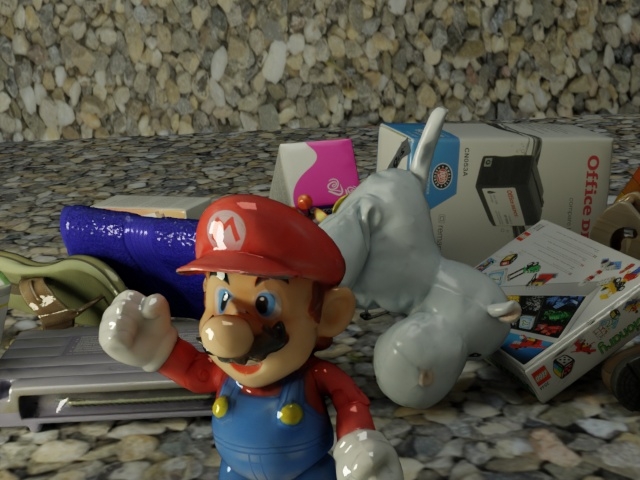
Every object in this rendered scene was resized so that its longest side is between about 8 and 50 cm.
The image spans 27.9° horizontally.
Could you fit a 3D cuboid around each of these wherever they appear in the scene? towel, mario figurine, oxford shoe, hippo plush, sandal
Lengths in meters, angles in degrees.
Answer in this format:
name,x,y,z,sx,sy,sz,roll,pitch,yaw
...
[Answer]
name,x,y,z,sx,sy,sz,roll,pitch,yaw
towel,-0.165,0.047,1.637,0.308,0.076,0.227,6,-26,28
mario figurine,-0.055,0.125,0.963,0.198,0.320,0.170,-7,13,-15
oxford shoe,0.411,0.127,1.385,0.227,0.082,0.096,-4,9,-7
hippo plush,0.088,0.060,1.444,0.294,0.236,0.234,-46,1,-24
sandal,-0.349,0.083,1.656,0.303,0.120,0.086,3,43,33

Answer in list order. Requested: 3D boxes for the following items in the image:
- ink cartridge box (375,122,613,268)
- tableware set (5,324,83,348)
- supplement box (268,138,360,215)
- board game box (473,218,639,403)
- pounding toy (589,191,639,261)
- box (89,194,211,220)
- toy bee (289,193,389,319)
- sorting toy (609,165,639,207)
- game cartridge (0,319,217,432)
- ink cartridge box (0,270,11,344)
name,x,y,z,sx,sy,sz,roll,pitch,yaw
ink cartridge box,0.238,-0.045,1.796,0.308,0.223,0.129,-2,14,-19
tableware set,-0.324,0.124,1.704,0.141,0.020,0.168,0,14,13
supplement box,-0.012,-0.054,1.966,0.111,0.113,0.220,-6,-25,-10
board game box,0.265,0.073,1.530,0.193,0.053,0.305,-35,19,-6
pounding toy,0.452,0.012,1.709,0.270,0.154,0.155,4,15,27
box,-0.256,0.003,1.962,0.171,0.130,0.091,1,14,22
toy bee,0.000,0.000,1.778,0.298,0.162,0.195,-12,30,48
sorting toy,0.565,-0.045,2.123,0.126,0.127,0.365,-32,14,6
game cartridge,-0.192,0.150,1.479,0.355,0.068,0.230,-3,9,1
ink cartridge box,-0.424,0.120,1.453,0.109,0.209,0.062,-16,50,-40
